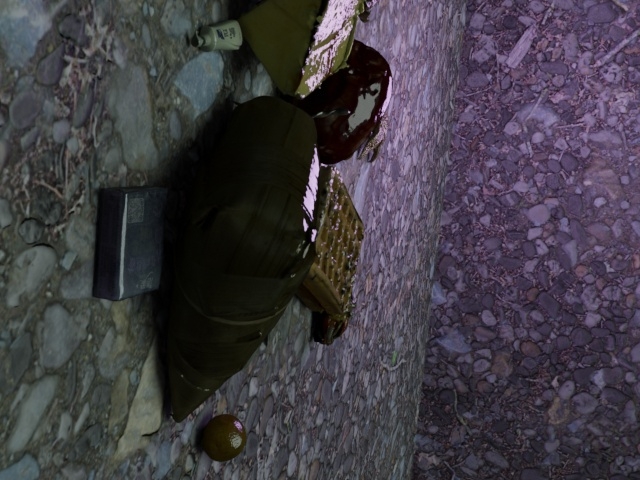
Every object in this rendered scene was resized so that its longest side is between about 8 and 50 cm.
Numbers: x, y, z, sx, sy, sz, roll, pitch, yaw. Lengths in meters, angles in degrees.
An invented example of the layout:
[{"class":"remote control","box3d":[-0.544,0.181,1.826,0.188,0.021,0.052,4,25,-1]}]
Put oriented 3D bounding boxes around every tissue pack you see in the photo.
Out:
[{"class":"tissue pack","box3d":[-0.267,0.002,1.183,0.112,0.051,0.156,-17,115,-67]}]

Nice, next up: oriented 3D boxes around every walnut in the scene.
[{"class":"walnut","box3d":[0.038,-0.285,1.735,0.269,0.221,0.244,-63,152,-6]}]

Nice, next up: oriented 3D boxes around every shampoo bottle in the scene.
[{"class":"shampoo bottle","box3d":[-0.170,-0.327,1.353,0.141,0.034,0.049,-41,142,-62]}]

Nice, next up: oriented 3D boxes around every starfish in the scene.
[{"class":"starfish","box3d":[0.160,-0.333,2.355,0.236,0.062,0.277,70,29,-66]}]

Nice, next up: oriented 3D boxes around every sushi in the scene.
[{"class":"sushi","box3d":[0.042,0.156,2.125,0.103,0.097,0.226,-22,121,-73]}]

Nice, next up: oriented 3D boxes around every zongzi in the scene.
[{"class":"zongzi","box3d":[-0.157,-0.002,1.464,0.467,0.218,0.500,-56,-163,35]}]

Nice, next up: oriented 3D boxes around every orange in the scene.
[{"class":"orange","box3d":[-0.180,0.370,1.574,0.095,0.085,0.085,-40,136,-75]}]

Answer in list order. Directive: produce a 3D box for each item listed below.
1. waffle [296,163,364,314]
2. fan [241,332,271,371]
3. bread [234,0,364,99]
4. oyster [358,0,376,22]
[{"class":"waffle","box3d":[-0.001,0.000,1.910,0.376,0.114,0.261,56,43,-65]},{"class":"fan","box3d":[-0.100,0.159,1.642,0.415,0.012,0.233,92,20,-76]},{"class":"bread","box3d":[0.022,-0.400,1.464,0.198,0.236,0.263,51,37,-12]},{"class":"oyster","box3d":[0.082,-0.677,1.868,0.361,0.096,0.221,81,20,-43]}]
